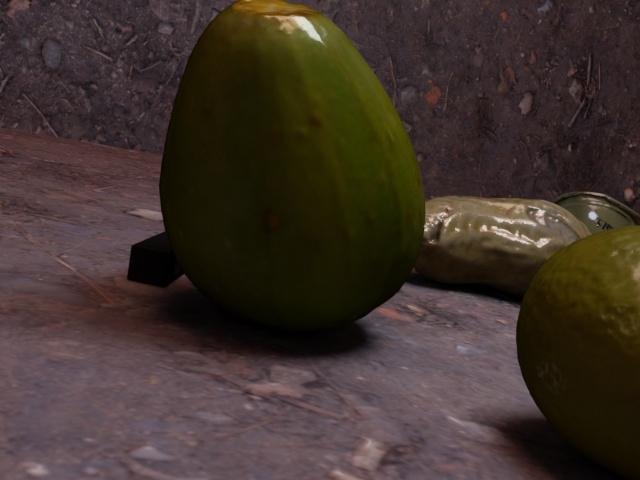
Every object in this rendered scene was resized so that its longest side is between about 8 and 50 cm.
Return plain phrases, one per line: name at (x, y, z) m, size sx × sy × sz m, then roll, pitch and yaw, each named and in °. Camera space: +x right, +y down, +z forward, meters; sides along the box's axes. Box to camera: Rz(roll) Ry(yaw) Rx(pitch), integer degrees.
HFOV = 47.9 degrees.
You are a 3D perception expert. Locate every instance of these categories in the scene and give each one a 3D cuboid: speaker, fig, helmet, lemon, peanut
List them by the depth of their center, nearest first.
lemon at (0.241, 0.084, 0.510) m, size 0.184 × 0.184 × 0.248 m, roll 10°, pitch 19°, yaw -12°
fig at (-0.033, -0.068, 0.695) m, size 0.258 × 0.326 × 0.258 m, roll -9°, pitch 31°, yaw 5°
speaker at (-0.178, 0.014, 0.864) m, size 0.046 × 0.040 × 0.191 m, roll 10°, pitch 9°, yaw 3°
peanut at (0.273, 0.008, 1.147) m, size 0.340 × 0.158 × 0.174 m, roll 7°, pitch 38°, yaw -2°
helmet at (0.644, 0.010, 1.679) m, size 0.258 × 0.137 × 0.204 m, roll 26°, pitch -32°, yaw -9°

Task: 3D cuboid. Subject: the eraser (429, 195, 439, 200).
eraser at (0.306, -0.031, 1.622) m, size 0.098 × 0.096 × 0.404 m, roll 13°, pitch 9°, yaw 0°
